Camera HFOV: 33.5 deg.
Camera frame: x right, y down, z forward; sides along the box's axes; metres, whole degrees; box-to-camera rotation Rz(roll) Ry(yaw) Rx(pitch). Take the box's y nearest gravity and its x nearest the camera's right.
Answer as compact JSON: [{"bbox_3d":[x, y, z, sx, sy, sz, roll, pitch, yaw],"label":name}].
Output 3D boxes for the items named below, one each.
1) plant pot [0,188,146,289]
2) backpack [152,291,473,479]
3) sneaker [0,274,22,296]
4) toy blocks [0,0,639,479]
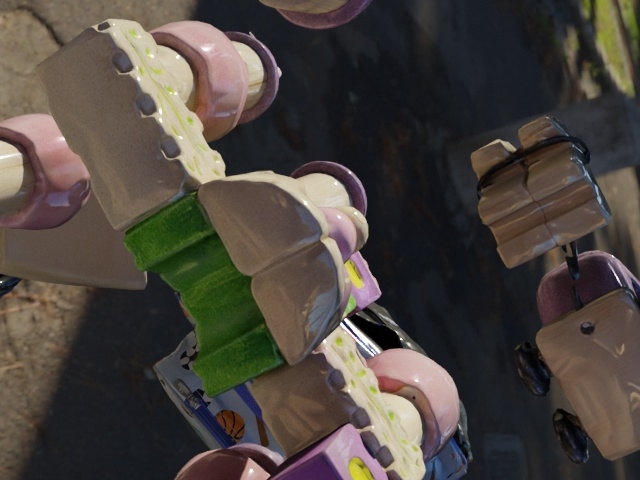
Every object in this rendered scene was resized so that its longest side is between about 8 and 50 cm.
[{"bbox_3d":[-0.190,-0.018,0.749,0.096,0.109,0.109,-1,91,-36],"label":"plant pot"},{"bbox_3d":[0.001,0.140,0.936,0.213,0.263,0.276,-50,151,-5],"label":"backpack"},{"bbox_3d":[-0.455,0.034,1.241,0.107,0.124,0.283,61,13,8],"label":"sneaker"},{"bbox_3d":[0.000,0.000,0.565,0.288,0.309,0.260,61,20,1],"label":"toy blocks"}]
